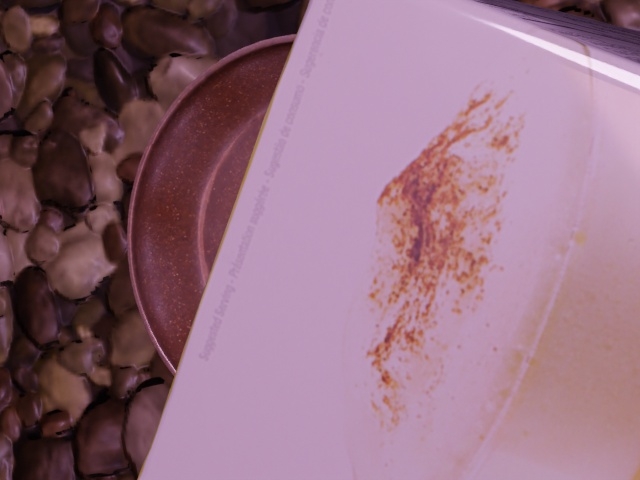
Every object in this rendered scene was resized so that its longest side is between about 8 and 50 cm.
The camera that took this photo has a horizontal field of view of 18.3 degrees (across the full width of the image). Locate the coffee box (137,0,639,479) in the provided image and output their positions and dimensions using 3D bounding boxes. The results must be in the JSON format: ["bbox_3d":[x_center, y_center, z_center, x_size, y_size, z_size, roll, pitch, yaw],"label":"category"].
[{"bbox_3d":[0.148,0.120,0.728,0.334,0.338,0.337,25,102,23],"label":"coffee box"}]

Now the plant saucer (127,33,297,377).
[{"bbox_3d":[0.000,0.000,0.964,0.198,0.036,0.198,0,90,26],"label":"plant saucer"}]
